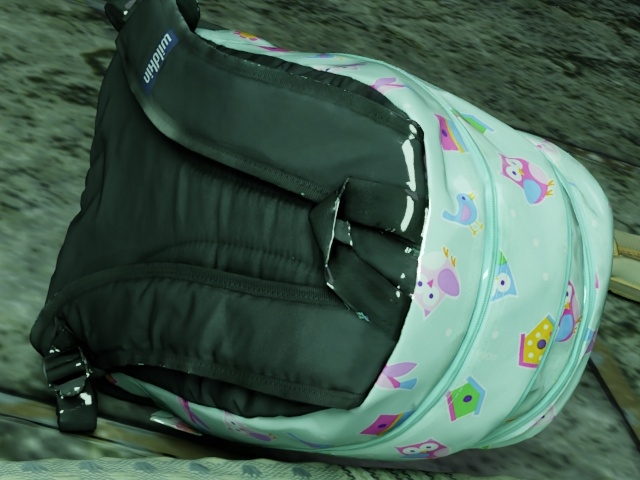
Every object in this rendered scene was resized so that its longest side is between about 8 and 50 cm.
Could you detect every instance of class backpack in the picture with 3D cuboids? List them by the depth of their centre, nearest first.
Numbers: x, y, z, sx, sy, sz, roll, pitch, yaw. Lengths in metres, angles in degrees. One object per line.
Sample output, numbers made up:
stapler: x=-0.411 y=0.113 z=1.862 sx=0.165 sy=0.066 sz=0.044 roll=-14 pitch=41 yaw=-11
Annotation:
backpack: x=0.000 y=0.000 z=0.629 sx=0.115 sy=0.152 sz=0.182 roll=7 pitch=4 yaw=-39

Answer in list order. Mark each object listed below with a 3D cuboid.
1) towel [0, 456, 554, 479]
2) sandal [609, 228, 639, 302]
towel: x=0.087 y=0.143 z=0.510 sx=0.324 sy=0.056 sz=0.312 roll=6 pitch=16 yaw=-25
sandal: x=0.118 y=-0.008 z=0.962 sx=0.180 sy=0.049 sz=0.072 roll=10 pitch=24 yaw=-29
